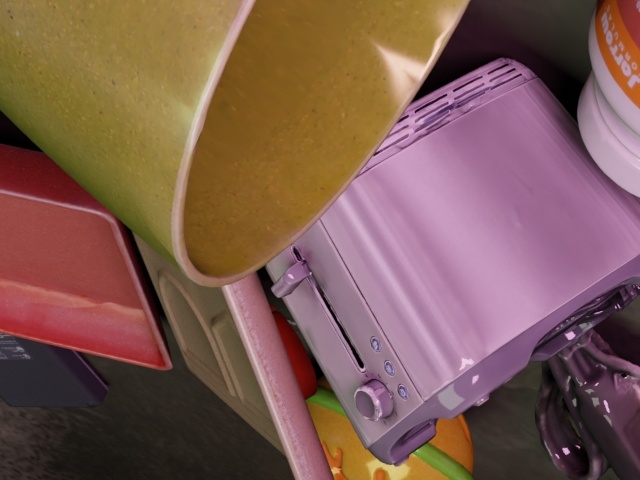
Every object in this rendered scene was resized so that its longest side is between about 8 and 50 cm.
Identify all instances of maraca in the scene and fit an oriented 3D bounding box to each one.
[{"bbox_3d":[0.034,0.131,1.325,0.127,0.099,0.185,39,168,-27],"label":"maraca"}]

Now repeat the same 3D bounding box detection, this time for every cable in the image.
[{"bbox_3d":[0.170,0.067,1.217,0.139,0.072,0.287,7,135,50],"label":"cable"}]

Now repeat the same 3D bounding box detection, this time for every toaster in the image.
[{"bbox_3d":[0.079,0.003,1.022,0.146,0.227,0.129,55,146,7],"label":"toaster"}]

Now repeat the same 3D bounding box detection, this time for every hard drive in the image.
[{"bbox_3d":[-0.233,0.080,1.466,0.094,0.022,0.135,-3,139,32],"label":"hard drive"}]

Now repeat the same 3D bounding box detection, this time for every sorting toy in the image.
[{"bbox_3d":[-0.077,-0.023,1.090,0.229,0.041,0.307,41,154,59],"label":"sorting toy"}]

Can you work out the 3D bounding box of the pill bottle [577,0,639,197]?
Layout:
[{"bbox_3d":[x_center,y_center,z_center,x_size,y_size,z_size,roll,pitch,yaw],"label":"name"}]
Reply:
[{"bbox_3d":[0.192,-0.109,0.871,0.121,0.121,0.216,22,146,0],"label":"pill bottle"}]

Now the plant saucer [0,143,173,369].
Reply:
[{"bbox_3d":[-0.230,-0.007,1.281,0.258,0.048,0.259,12,158,10],"label":"plant saucer"}]

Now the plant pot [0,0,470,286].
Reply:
[{"bbox_3d":[-0.097,-0.171,0.860,0.293,0.275,0.275,32,149,15],"label":"plant pot"}]

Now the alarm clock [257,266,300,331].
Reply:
[{"bbox_3d":[0.000,0.000,1.191,0.129,0.064,0.192,40,139,-25],"label":"alarm clock"}]
